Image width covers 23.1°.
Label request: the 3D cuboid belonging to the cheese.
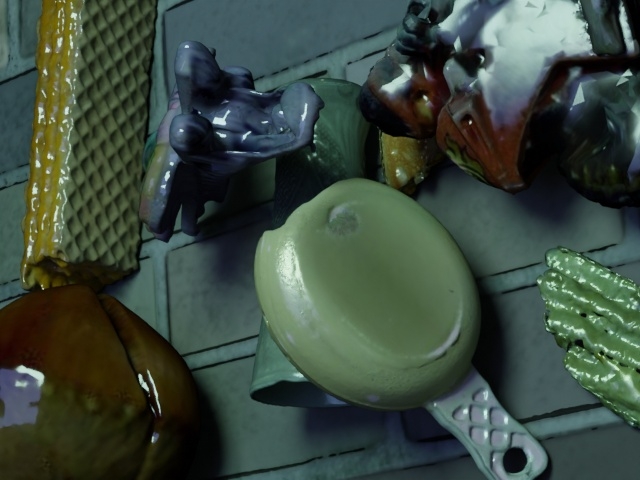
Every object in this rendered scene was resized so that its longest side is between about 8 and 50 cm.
[{"bbox_3d":[0.058,0.066,0.990,0.227,0.137,0.064,50,155,4],"label":"cheese"}]

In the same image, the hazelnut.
[{"bbox_3d":[-0.188,0.121,1.144,0.208,0.208,0.208,-10,73,35],"label":"hazelnut"}]

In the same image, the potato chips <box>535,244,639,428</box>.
[{"bbox_3d":[0.202,0.074,0.944,0.207,0.028,0.092,28,95,36],"label":"potato chips"}]

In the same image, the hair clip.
[{"bbox_3d":[-0.079,-0.073,1.069,0.278,0.090,0.137,152,129,-70],"label":"hair clip"}]

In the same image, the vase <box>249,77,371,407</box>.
[{"bbox_3d":[0.000,0.000,1.079,0.096,0.096,0.219,-12,69,35],"label":"vase"}]

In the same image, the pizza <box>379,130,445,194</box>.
[{"bbox_3d":[0.074,-0.069,1.078,0.078,0.025,0.083,0,86,42],"label":"pizza"}]

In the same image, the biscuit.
[{"bbox_3d":[-0.182,-0.141,1.247,0.054,0.094,0.378,-6,75,36],"label":"biscuit"}]

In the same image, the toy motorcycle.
[{"bbox_3d":[0.112,-0.196,1.015,0.207,0.134,0.401,-16,71,27],"label":"toy motorcycle"}]
